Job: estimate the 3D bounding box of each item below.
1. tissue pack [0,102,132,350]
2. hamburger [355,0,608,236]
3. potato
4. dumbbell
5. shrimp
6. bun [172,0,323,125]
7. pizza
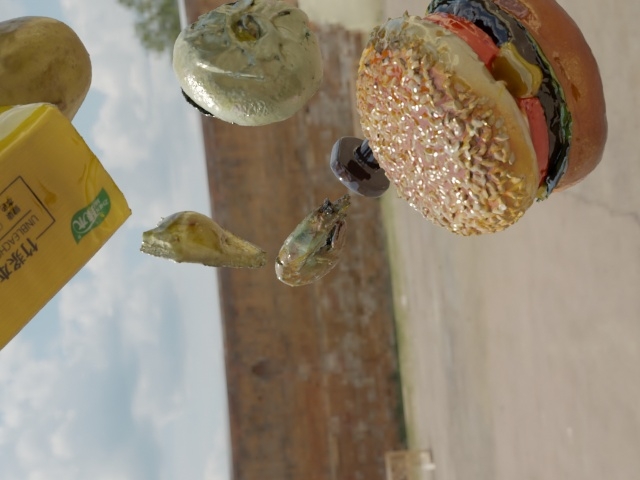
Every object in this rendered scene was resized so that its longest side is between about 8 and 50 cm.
[{"bbox_3d":[-0.487,0.014,1.680,0.382,0.293,0.228,-51,-59,-29],"label":"tissue pack"},{"bbox_3d":[0.208,-0.175,1.710,0.330,0.250,0.330,47,152,36],"label":"hamburger"},{"bbox_3d":[-0.537,-0.214,2.214,0.290,0.296,0.397,45,155,17],"label":"potato"},{"bbox_3d":[0.125,-0.195,2.362,0.225,0.124,0.140,-49,21,35],"label":"dumbbell"},{"bbox_3d":[0.000,-0.001,2.154,0.217,0.115,0.051,-58,45,34],"label":"shrimp"},{"bbox_3d":[-0.109,-0.293,2.004,0.141,0.239,0.239,99,169,-55],"label":"bun"},{"bbox_3d":[-0.197,-0.006,2.213,0.188,0.204,0.081,-21,-53,-65],"label":"pizza"}]
